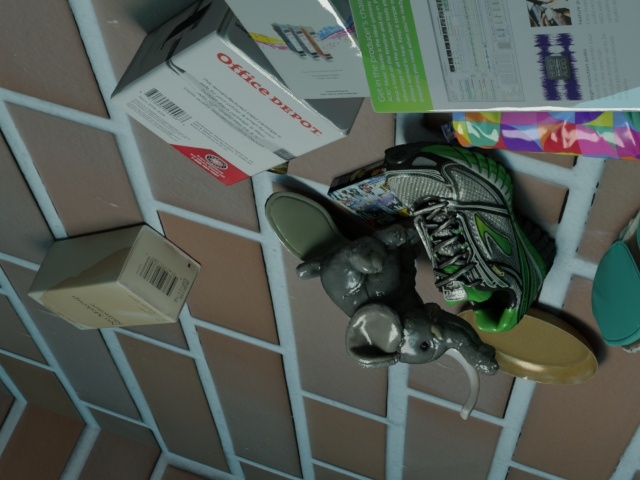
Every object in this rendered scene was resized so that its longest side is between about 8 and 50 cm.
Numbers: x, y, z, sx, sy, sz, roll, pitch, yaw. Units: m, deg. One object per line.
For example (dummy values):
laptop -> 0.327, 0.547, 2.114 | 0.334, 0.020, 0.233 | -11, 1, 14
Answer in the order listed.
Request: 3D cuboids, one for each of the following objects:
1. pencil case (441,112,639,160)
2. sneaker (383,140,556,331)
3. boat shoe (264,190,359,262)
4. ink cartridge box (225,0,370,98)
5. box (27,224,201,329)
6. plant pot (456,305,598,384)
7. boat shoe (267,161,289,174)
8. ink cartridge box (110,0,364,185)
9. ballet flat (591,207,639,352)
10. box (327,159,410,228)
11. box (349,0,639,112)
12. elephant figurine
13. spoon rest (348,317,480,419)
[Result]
pencil case -> 0.249, -0.139, 1.275 | 0.236, 0.104, 0.104 | 6, 150, 28
sneaker -> 0.189, -0.004, 1.530 | 0.134, 0.146, 0.343 | -3, 144, 43
boat shoe -> 0.000, 0.000, 1.768 | 0.227, 0.081, 0.068 | 38, 180, -25
ink cartridge box -> 0.005, -0.248, 1.222 | 0.127, 0.128, 0.176 | 4, 148, 35
box -> -0.375, 0.071, 2.163 | 0.148, 0.121, 0.311 | 38, 150, -31
plant pot -> 0.318, 0.155, 1.867 | 0.236, 0.032, 0.236 | 19, 154, 10
boat shoe -> -0.112, -0.133, 1.637 | 0.152, 0.049, 0.056 | 19, 173, -3
ink cartridge box -> -0.095, -0.188, 1.437 | 0.197, 0.114, 0.272 | 36, 152, -24
ballet flat -> 0.426, 0.020, 1.415 | 0.146, 0.147, 0.409 | 18, 155, 9
box -> 0.085, -0.062, 1.637 | 0.094, 0.027, 0.137 | 34, 152, -24
box -> 0.167, -0.228, 1.064 | 0.321, 0.058, 0.232 | 4, 121, 34
elephant figurine -> 0.106, 0.106, 1.671 | 0.240, 0.169, 0.186 | 68, 159, 2
spoon rest -> 0.154, 0.173, 1.961 | 0.276, 0.084, 0.137 | 39, 165, 15
